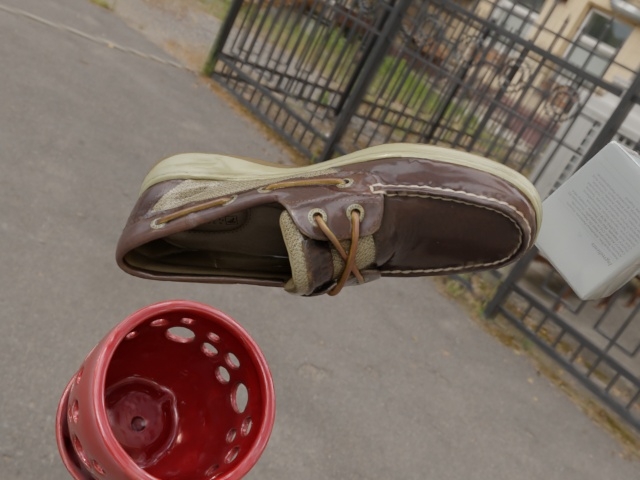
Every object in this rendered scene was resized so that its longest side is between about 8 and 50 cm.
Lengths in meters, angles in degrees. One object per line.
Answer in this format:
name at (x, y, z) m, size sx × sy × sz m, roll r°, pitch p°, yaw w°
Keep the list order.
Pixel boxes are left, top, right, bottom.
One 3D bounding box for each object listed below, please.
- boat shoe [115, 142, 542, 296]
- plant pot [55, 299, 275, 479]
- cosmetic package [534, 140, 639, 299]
boat shoe at (0.000, 0.000, 0.564) m, size 0.342 × 0.123 × 0.123 m, roll 5°, pitch 39°, yaw 11°
plant pot at (-0.167, 0.174, 0.728) m, size 0.191 × 0.174 × 0.191 m, roll 15°, pitch 62°, yaw -29°
cosmetic package at (0.432, -0.025, 1.050) m, size 0.151 × 0.184 × 0.151 m, roll 4°, pitch 47°, yaw -54°
